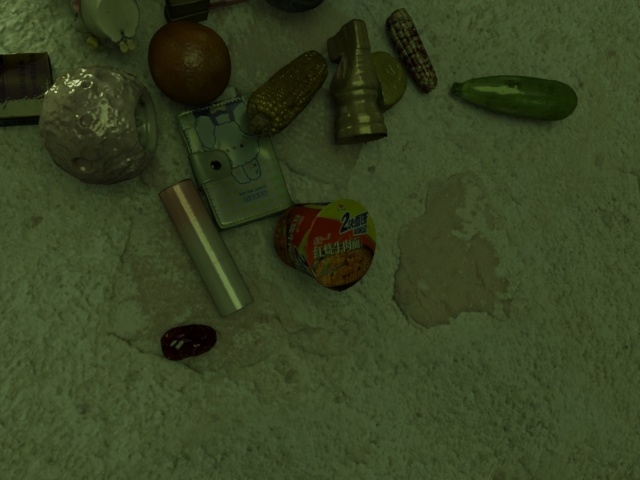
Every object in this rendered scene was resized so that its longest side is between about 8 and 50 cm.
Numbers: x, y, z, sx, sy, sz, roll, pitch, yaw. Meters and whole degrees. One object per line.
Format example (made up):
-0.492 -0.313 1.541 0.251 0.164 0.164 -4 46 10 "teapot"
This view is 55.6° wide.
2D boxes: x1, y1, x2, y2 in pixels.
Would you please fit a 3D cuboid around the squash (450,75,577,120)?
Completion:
0.550 -0.407 1.701 0.370 0.118 0.119 6 82 -13 "squash"

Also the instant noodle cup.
0.000 0.000 1.437 0.213 0.174 0.214 -7 101 -38 "instant noodle cup"

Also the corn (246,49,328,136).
-0.079 -0.362 1.491 0.119 0.119 0.322 43 51 -7 "corn"

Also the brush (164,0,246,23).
-0.268 -0.594 1.503 0.233 0.103 0.047 -22 85 -18 "brush"

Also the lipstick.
-0.269 0.018 1.431 0.087 0.087 0.327 -28 90 -17 "lipstick"

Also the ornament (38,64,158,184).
-0.484 -0.250 1.321 0.224 0.259 0.260 -3 84 4 "ornament"

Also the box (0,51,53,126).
-0.726 -0.338 1.358 0.240 0.071 0.160 -7 87 -17 "box"

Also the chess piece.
0.087 -0.400 1.547 0.137 0.137 0.301 -7 91 -16 "chess piece"

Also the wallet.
-0.206 -0.192 1.482 0.223 0.077 0.310 -19 87 -20 "wallet"

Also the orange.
-0.307 -0.417 1.422 0.205 0.206 0.206 2 83 -15 "orange"

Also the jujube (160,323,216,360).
-0.303 0.232 1.403 0.129 0.077 0.078 -12 86 -22 "jujube"

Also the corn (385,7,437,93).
0.251 -0.513 1.653 0.079 0.079 0.237 -30 95 -17 "corn"

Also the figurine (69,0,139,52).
-0.517 -0.529 1.409 0.127 0.235 0.155 -42 135 -20 "figurine"

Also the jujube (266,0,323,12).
-0.059 -0.739 1.516 0.246 0.215 0.308 31 67 -32 "jujube"

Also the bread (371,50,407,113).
0.169 -0.423 1.612 0.125 0.086 0.156 -19 91 -23 "bread"
